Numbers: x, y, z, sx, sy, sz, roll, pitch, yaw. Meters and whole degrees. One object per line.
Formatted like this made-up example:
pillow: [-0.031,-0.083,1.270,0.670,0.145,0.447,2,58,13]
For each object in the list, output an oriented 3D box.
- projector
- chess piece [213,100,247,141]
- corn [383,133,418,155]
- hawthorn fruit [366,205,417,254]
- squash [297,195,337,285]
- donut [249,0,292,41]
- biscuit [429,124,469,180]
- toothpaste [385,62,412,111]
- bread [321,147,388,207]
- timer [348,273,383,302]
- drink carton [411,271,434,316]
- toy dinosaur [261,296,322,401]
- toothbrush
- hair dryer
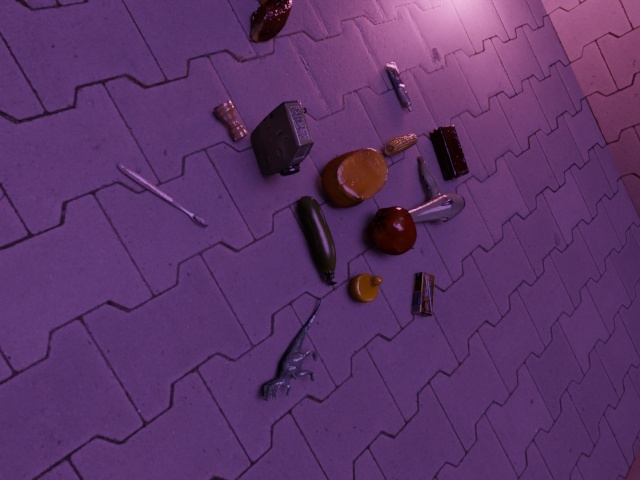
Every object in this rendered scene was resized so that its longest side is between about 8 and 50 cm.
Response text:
projector: [-0.119,-0.307,1.431,0.088,0.269,0.194,-17,89,-34]
chess piece: [-0.292,-0.389,1.469,0.066,0.066,0.122,-37,105,-33]
corn: [0.333,-0.398,1.849,0.165,0.085,0.063,-28,78,-38]
hawthorn fruit: [0.281,-0.025,1.678,0.202,0.185,0.185,42,61,-22]
squash: [-0.001,0.000,1.550,0.087,0.087,0.332,-17,90,-34]
donut: [-0.166,-0.857,1.621,0.151,0.112,0.295,7,77,-28]
biscuit: [0.578,-0.399,2.011,0.106,0.070,0.252,-16,88,-35]
toothpaste: [0.346,-0.667,1.945,0.060,0.038,0.234,-23,89,-36]
bread: [0.126,-0.232,1.645,0.269,0.142,0.195,-34,100,-31]
timer: [0.165,0.168,1.599,0.107,0.109,0.107,7,76,-30]
drink carton: [0.411,0.214,1.777,0.071,0.056,0.166,19,69,-31]
toy dinosaur: [-0.045,0.370,1.440,0.129,0.076,0.383,33,54,5]
toothbrush: [-0.461,-0.132,1.321,0.307,0.029,0.025,37,70,-20]
hair dryer: [0.430,-0.178,1.870,0.296,0.119,0.298,-38,84,-28]
